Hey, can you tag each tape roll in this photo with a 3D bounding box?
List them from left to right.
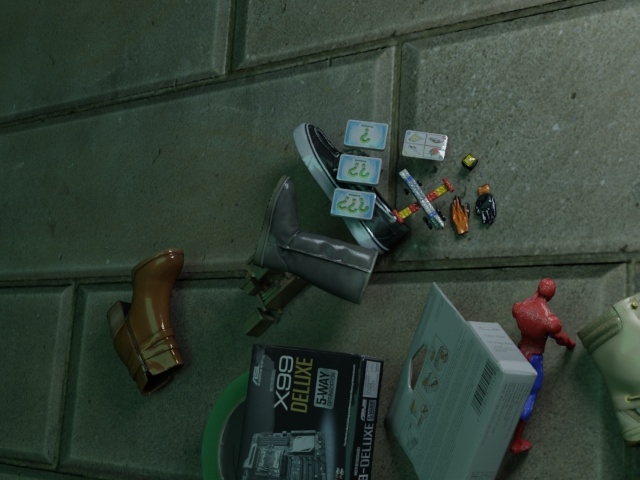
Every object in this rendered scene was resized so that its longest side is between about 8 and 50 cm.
[{"bbox_3d":[-0.082,0.400,1.667,0.321,0.077,0.321,-9,75,36],"label":"tape roll"}]

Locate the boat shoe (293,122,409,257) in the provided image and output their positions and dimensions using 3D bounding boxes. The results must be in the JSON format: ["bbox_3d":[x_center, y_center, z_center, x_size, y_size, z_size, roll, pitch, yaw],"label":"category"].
[{"bbox_3d":[0.059,-0.116,1.655,0.105,0.113,0.306,-39,62,16],"label":"boat shoe"}]

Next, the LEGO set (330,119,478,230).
[{"bbox_3d":[0.148,-0.117,1.562,0.244,0.060,0.183,9,79,11],"label":"LEGO set"}]

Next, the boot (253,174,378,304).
[{"bbox_3d":[0.001,-0.001,1.571,0.208,0.076,0.190,17,104,10],"label":"boot"}]

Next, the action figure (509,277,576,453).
[{"bbox_3d":[0.342,0.181,1.404,0.091,0.139,0.280,24,117,34],"label":"action figure"}]

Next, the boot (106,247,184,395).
[{"bbox_3d":[-0.347,0.172,1.889,0.283,0.109,0.220,-45,56,23],"label":"boot"}]

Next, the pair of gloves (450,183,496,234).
[{"bbox_3d":[0.267,-0.054,1.549,0.083,0.010,0.074,-21,67,29],"label":"pair of gloves"}]

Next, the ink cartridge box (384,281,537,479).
[{"bbox_3d":[0.215,0.257,1.429,0.261,0.066,0.296,-121,42,-57],"label":"ink cartridge box"}]

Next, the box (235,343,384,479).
[{"bbox_3d":[-0.024,0.342,1.540,0.242,0.076,0.308,2,81,36],"label":"box"}]

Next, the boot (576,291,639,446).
[{"bbox_3d":[0.515,0.157,1.270,0.262,0.095,0.203,-35,60,30],"label":"boot"}]

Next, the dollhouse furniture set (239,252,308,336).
[{"bbox_3d":[-0.133,0.085,1.719,0.182,0.161,0.101,-43,58,20],"label":"dollhouse furniture set"}]
